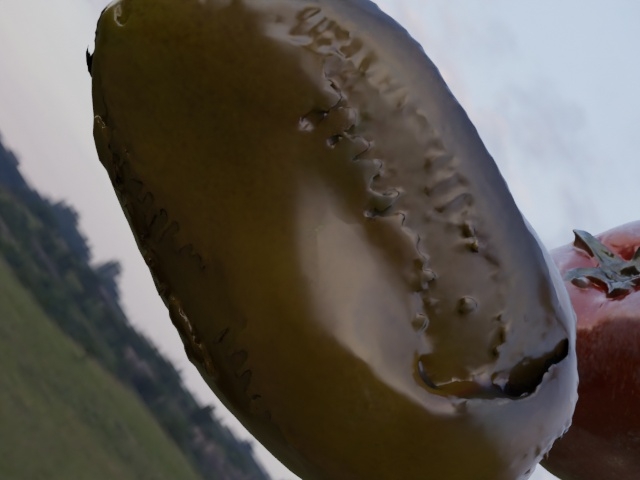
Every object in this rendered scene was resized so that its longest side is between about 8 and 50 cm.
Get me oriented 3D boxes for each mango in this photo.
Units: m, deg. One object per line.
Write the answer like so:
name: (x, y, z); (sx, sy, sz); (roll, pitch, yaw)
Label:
mango: (0.000, 0.000, 0.577); (0.151, 0.156, 0.249); (-33, -86, 39)

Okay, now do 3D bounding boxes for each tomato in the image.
tomato: (0.284, 0.108, 1.261); (0.270, 0.270, 0.227); (37, -31, 63)
